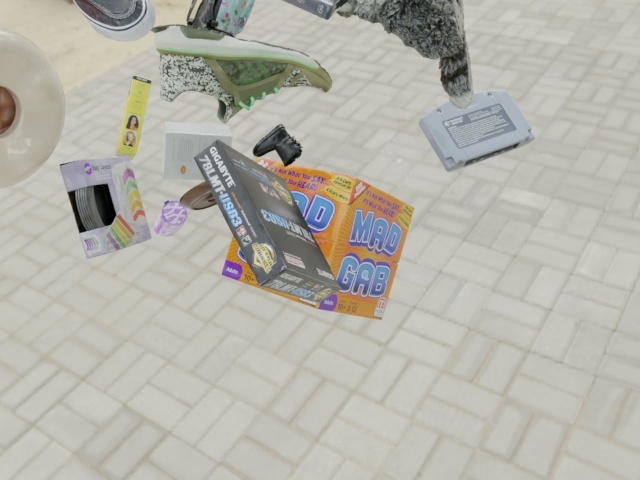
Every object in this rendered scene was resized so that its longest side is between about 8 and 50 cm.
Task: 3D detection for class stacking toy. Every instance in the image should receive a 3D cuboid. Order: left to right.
[{"bbox_3d":[-0.863,-0.338,1.499,0.480,0.351,0.350,21,49,28],"label":"stacking toy"}]

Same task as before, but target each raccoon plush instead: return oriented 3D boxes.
[{"bbox_3d":[0.198,-0.501,1.612,0.299,0.446,0.216,-4,29,20],"label":"raccoon plush"}]

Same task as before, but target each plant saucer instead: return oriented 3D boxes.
[{"bbox_3d":[-0.264,-0.116,1.616,0.168,0.168,0.029,-24,83,-17],"label":"plant saucer"}]

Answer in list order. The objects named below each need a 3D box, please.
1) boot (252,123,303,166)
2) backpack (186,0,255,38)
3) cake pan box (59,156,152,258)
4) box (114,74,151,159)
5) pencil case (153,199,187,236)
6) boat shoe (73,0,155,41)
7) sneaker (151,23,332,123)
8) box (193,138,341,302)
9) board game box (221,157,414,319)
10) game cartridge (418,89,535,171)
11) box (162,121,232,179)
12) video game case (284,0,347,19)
[{"bbox_3d":[-0.110,-0.233,1.704,0.121,0.045,0.099,-41,71,14],"label":"boot"},{"bbox_3d":[-0.228,-0.549,1.546,0.152,0.115,0.182,24,92,48],"label":"backpack"},{"bbox_3d":[-0.558,-0.094,1.716,0.070,0.246,0.267,-15,4,14],"label":"cake pan box"},{"bbox_3d":[-0.552,-0.360,1.931,0.058,0.232,0.087,12,-8,-22],"label":"box"},{"bbox_3d":[-0.484,-0.066,2.108,0.088,0.206,0.086,-42,93,-21],"label":"pencil case"},{"bbox_3d":[-0.392,-0.456,1.101,0.108,0.102,0.301,-38,71,-4],"label":"boat shoe"},{"bbox_3d":[-0.171,-0.341,1.415,0.410,0.182,0.158,5,14,-26],"label":"sneaker"},{"bbox_3d":[-0.096,-0.028,1.299,0.073,0.295,0.293,-35,68,12],"label":"box"},{"bbox_3d":[0.000,0.000,1.907,0.356,0.356,0.356,16,89,35],"label":"board game box"},{"bbox_3d":[0.434,-0.319,1.845,0.297,0.062,0.198,-20,66,-18],"label":"game cartridge"},{"bbox_3d":[-0.327,-0.235,1.726,0.170,0.130,0.091,1,28,-17],"label":"box"},{"bbox_3d":[-0.093,-0.360,0.824,0.274,0.026,0.196,25,32,-1],"label":"video game case"}]
